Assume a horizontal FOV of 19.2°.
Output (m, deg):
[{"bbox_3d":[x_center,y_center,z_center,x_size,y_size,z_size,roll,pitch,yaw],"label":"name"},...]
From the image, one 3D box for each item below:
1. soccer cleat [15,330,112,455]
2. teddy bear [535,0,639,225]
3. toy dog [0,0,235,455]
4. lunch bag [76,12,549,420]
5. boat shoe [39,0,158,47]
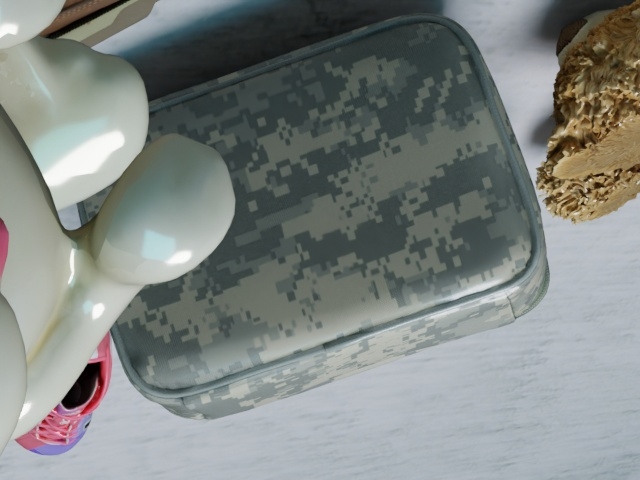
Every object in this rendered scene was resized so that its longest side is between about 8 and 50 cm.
[{"bbox_3d":[-0.204,0.115,1.479,0.083,0.095,0.248,-7,146,-19],"label":"soccer cleat"},{"bbox_3d":[0.274,-0.104,1.423,0.338,0.113,0.245,-3,152,-38],"label":"teddy bear"},{"bbox_3d":[-0.241,-0.005,0.791,0.395,0.408,0.285,-21,121,-2],"label":"toy dog"},{"bbox_3d":[0.000,0.000,1.311,0.305,0.213,0.256,-20,165,5],"label":"lunch bag"},{"bbox_3d":[-0.087,-0.203,1.046,0.307,0.111,0.104,-34,147,21],"label":"boat shoe"}]
